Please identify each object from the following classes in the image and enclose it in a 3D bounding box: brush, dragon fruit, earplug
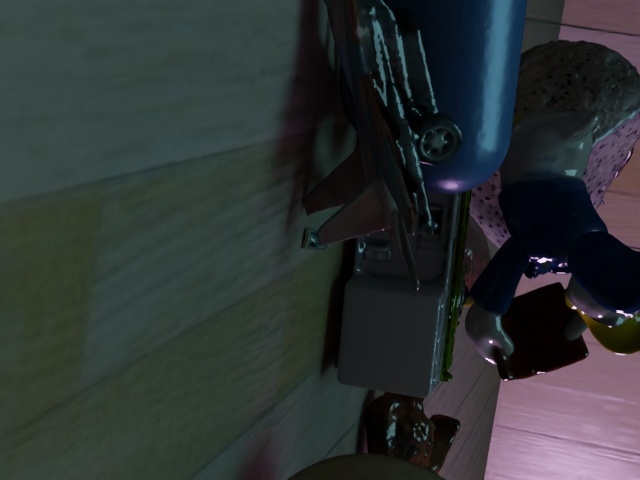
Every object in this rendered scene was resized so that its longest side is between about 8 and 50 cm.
[{"bbox_3d":[0.000,0.000,1.280,0.083,0.013,0.016,7,91,-80],"label":"brush"},{"bbox_3d":[0.275,-0.124,2.071,0.221,0.204,0.283,-30,153,-38],"label":"dragon fruit"},{"bbox_3d":[0.107,-0.174,1.279,0.132,0.132,0.273,-32,126,-74],"label":"earplug"}]

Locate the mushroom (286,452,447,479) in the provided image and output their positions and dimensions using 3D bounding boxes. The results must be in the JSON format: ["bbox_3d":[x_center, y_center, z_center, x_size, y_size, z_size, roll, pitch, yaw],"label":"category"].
[{"bbox_3d":[0.030,0.304,1.227,0.234,0.254,0.260,-22,-136,59],"label":"mushroom"}]

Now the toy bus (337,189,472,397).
[{"bbox_3d":[0.081,-0.013,1.428,0.139,0.113,0.302,-48,144,-70],"label":"toy bus"}]

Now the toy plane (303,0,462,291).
[{"bbox_3d":[0.042,-0.133,1.143,0.223,0.104,0.326,-113,-161,-59],"label":"toy plane"}]

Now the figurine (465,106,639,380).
[{"bbox_3d":[0.210,0.015,1.491,0.338,0.204,0.284,-133,-131,-66],"label":"figurine"}]

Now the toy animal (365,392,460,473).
[{"bbox_3d":[0.076,0.291,1.743,0.157,0.097,0.312,3,100,-66],"label":"toy animal"}]

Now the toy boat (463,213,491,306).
[{"bbox_3d":[0.124,0.012,1.696,0.141,0.099,0.318,60,10,7],"label":"toy boat"}]
